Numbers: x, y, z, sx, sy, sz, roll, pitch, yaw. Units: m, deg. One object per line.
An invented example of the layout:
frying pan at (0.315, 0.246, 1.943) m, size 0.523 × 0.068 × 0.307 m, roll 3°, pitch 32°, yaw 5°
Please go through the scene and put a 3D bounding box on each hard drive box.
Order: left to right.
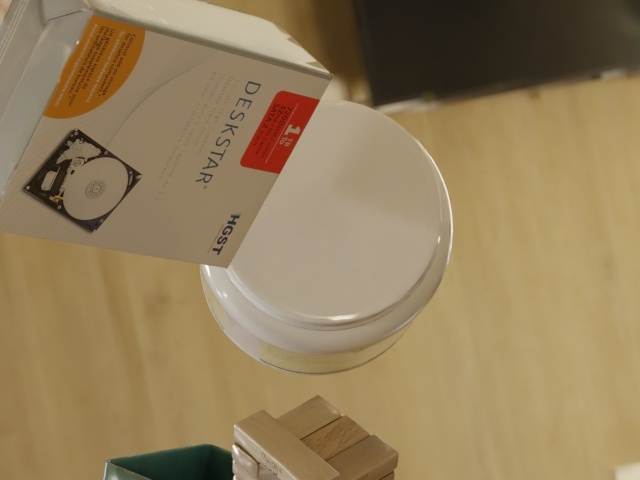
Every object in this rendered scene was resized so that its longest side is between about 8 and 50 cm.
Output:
hard drive box at (-0.134, -0.089, 1.362) m, size 0.232 × 0.181 × 0.089 m, roll 9°, pitch 27°, yaw -45°

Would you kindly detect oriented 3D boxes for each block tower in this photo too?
block tower at (-0.015, 0.276, 1.457) m, size 0.097 × 0.335 × 0.091 m, roll -26°, pitch 46°, yaw -35°

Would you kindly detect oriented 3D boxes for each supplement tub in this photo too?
supplement tub at (0.000, 0.000, 1.767) m, size 0.235 × 0.235 × 0.325 m, roll -11°, pitch -9°, yaw -4°

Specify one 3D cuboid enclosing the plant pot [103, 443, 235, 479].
plant pot at (-0.109, 0.327, 1.687) m, size 0.165 × 0.234 × 0.165 m, roll 18°, pitch 9°, yaw 30°
